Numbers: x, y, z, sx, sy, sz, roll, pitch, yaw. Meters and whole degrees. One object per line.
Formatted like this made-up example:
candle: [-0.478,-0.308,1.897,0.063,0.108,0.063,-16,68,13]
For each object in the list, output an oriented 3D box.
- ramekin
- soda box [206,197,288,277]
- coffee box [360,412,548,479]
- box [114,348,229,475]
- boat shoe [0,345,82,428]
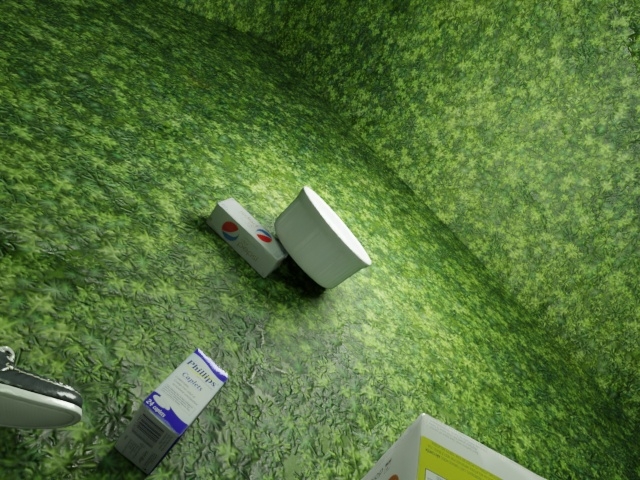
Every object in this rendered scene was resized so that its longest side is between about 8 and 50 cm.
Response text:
ramekin: [0.000,0.000,1.237,0.277,0.135,0.277,47,9,-10]
soda box: [-0.188,-0.009,1.170,0.216,0.074,0.069,43,29,6]
coffee box: [0.173,0.501,0.544,0.338,0.338,0.334,28,30,2]
box: [-0.224,0.260,0.696,0.072,0.126,0.137,39,29,2]
boat shoe: [-0.453,0.165,0.579,0.302,0.114,0.091,26,37,-25]
